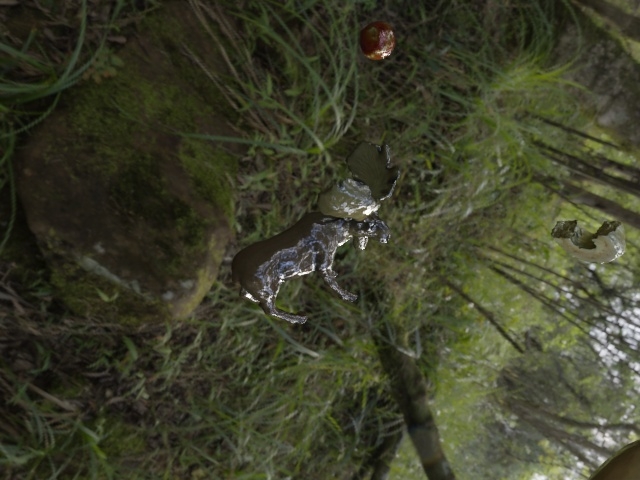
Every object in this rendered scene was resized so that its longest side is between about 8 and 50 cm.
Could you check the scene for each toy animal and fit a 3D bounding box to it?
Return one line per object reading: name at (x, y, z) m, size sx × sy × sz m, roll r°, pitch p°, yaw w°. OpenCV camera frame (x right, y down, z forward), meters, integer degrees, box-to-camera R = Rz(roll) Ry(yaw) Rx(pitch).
toy animal at (0.000, 0.000, 0.669) m, size 0.214 × 0.094 × 0.186 m, roll -24°, pitch 132°, yaw -11°

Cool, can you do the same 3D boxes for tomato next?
tomato at (0.128, -0.462, 1.384) m, size 0.075 × 0.087 × 0.087 m, roll 8°, pitch 107°, yaw -60°

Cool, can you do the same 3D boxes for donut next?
donut at (0.621, -0.001, 1.360) m, size 0.065 × 0.108 × 0.166 m, roll -55°, pitch -154°, yaw -20°

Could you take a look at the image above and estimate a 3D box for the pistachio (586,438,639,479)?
pistachio at (0.482, 0.438, 0.912) m, size 0.299 × 0.187 × 0.187 m, roll -51°, pitch 167°, yaw -4°
